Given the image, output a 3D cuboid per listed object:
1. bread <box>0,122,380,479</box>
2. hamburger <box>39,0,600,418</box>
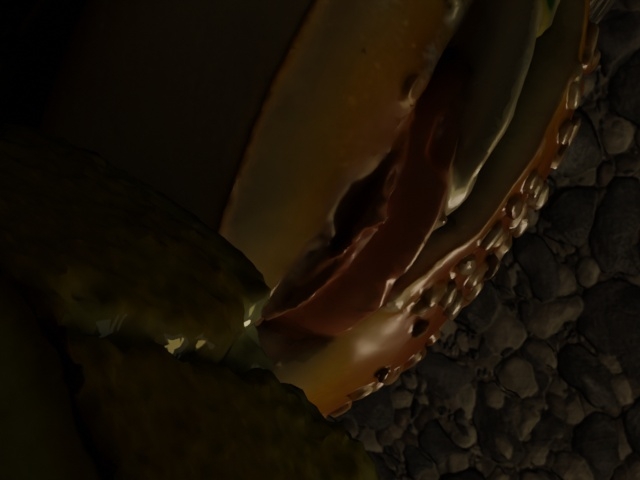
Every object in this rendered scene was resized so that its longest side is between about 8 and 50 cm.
[{"bbox_3d":[-0.079,0.099,0.493,0.186,0.257,0.124,-32,175,27],"label":"bread"},{"bbox_3d":[-0.003,-0.039,0.622,0.237,0.147,0.237,-62,180,0],"label":"hamburger"}]
